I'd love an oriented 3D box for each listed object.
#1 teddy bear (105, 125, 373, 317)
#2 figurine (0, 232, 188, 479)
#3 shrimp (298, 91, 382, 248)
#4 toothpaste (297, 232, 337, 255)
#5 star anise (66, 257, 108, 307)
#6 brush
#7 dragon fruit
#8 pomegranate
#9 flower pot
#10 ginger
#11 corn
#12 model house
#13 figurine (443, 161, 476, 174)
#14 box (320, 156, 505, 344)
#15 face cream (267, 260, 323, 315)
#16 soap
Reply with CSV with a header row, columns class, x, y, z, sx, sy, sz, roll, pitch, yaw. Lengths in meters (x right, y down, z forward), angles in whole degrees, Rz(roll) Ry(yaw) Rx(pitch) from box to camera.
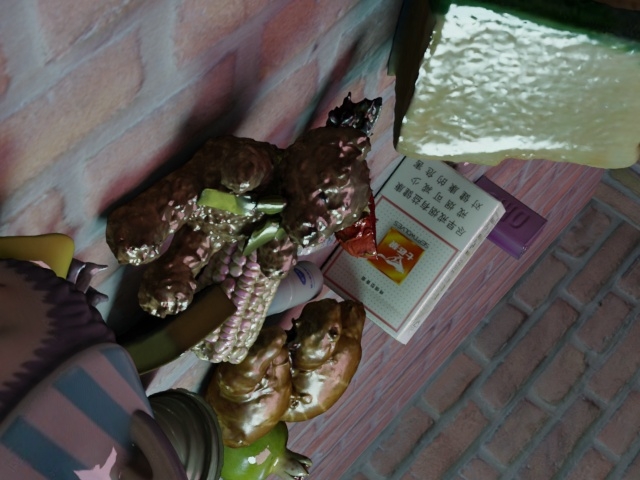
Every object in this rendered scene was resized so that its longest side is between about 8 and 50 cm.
class,x,y,z,sx,sy,sz,roll,pitch,yaw
teddy bear,-0.086,-0.020,1.362,0.296,0.223,0.246,-51,146,-25
figurine,-0.291,0.222,1.031,0.266,0.377,0.361,-20,144,-25
shrimp,0.019,-0.117,1.671,0.178,0.075,0.289,-81,-169,-63
toothpaste,0.000,0.000,1.960,0.190,0.031,0.048,-20,138,-63
star anise,-0.325,0.086,1.257,0.204,0.061,0.180,-30,146,-49
brush,-0.212,0.128,1.493,0.197,0.059,0.123,-25,-169,47
dragon fruit,0.059,-0.047,1.944,0.162,0.083,0.106,-83,164,-49
pomegranate,-0.129,0.408,2.133,0.179,0.210,0.179,-23,127,-35
flower pot,-0.274,0.326,1.653,0.235,0.235,0.140,-54,137,5
ginger,-0.059,0.222,1.980,0.357,0.152,0.274,-21,136,-30
corn,-0.108,0.031,1.618,0.335,0.127,0.127,-63,160,16
model house,0.313,-0.322,1.608,0.334,0.382,0.342,103,-5,-52
figurine,0.292,-0.192,2.228,0.147,0.093,0.197,-38,-179,34
box,0.174,0.007,2.105,0.330,0.210,0.095,-53,161,0
face cream,-0.080,0.085,1.840,0.077,0.077,0.250,-59,162,20
soap,0.440,-0.057,2.657,0.122,0.203,0.065,-44,163,-32
